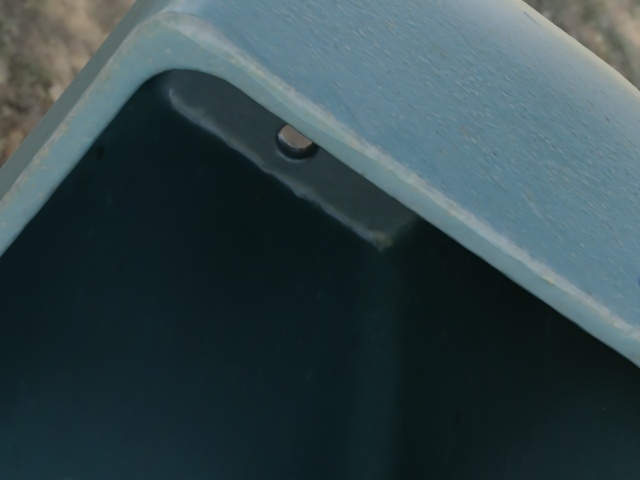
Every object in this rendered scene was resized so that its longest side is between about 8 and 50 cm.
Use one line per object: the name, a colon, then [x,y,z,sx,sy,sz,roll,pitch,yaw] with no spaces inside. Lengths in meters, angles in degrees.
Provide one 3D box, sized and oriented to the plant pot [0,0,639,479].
plant pot: [0.000,0.000,0.681,0.248,0.247,0.252,34,35,-15]
